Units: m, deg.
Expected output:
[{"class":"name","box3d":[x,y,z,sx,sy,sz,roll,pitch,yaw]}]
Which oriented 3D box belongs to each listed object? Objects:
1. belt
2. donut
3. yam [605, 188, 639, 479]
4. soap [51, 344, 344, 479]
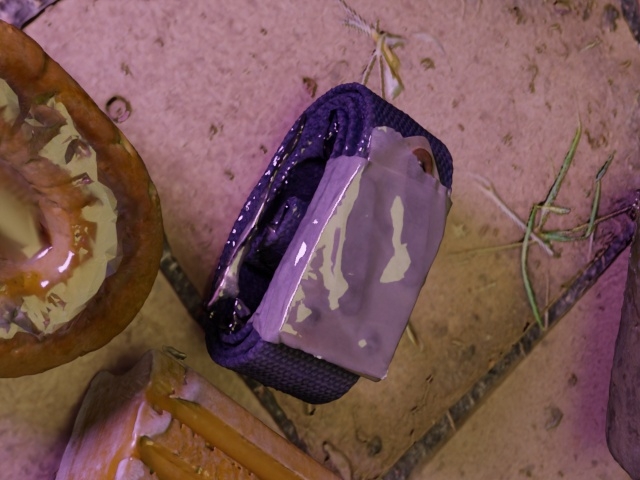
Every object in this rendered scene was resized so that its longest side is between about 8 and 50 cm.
[{"class":"belt","box3d":[0.000,0.000,0.892,0.126,0.140,0.230,30,84,-33]},{"class":"donut","box3d":[-0.223,-0.023,0.754,0.261,0.128,0.208,43,75,-28]},{"class":"yam","box3d":[0.372,0.090,1.112,0.195,0.195,0.300,3,95,-33]},{"class":"soap","box3d":[-0.065,0.221,0.884,0.274,0.089,0.173,41,42,-30]}]
